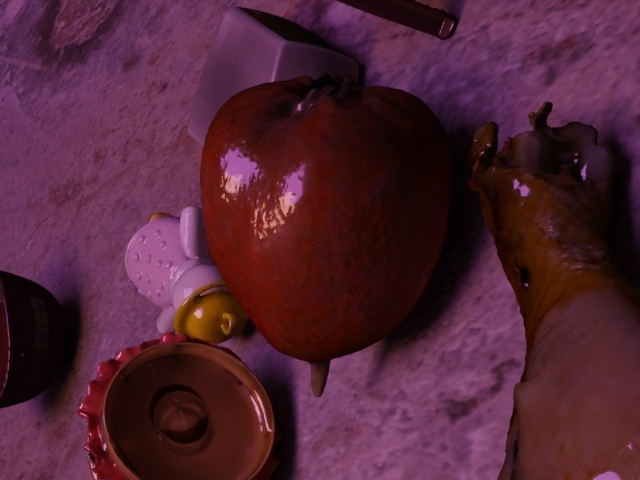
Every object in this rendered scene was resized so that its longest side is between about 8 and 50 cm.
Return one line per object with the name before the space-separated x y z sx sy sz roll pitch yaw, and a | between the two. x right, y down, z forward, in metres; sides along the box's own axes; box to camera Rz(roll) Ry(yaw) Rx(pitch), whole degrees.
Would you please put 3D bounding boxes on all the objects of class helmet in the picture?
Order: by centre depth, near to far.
helmet | -0.329 0.116 1.853 0.155 0.106 0.175 -38 52 46

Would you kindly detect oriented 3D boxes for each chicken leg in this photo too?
chicken leg | 0.172 0.068 1.023 0.201 0.152 0.429 -44 35 25

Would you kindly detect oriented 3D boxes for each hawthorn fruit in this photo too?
hawthorn fruit | 0.000 0.000 1.289 0.199 0.199 0.251 31 119 59

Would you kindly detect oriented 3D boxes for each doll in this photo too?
doll | -0.121 0.036 1.564 0.207 0.081 0.129 42 123 54

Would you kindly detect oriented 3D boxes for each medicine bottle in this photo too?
medicine bottle | -0.032 -0.112 1.462 0.188 0.088 0.132 42 115 56

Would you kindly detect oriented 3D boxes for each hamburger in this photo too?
hamburger | -0.124 0.171 1.448 0.137 0.175 0.175 126 146 -61

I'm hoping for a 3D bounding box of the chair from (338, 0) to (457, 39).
chair | -0.038 -0.298 1.312 0.175 0.326 0.183 38 111 59
